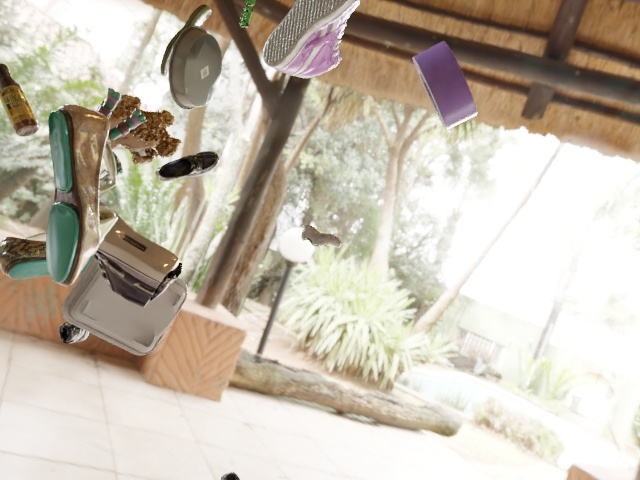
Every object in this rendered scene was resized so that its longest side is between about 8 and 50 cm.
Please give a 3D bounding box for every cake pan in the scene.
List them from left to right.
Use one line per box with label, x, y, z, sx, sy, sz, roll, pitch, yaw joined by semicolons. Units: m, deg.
cake pan;-0.435;-0.606;1.987;0.054;0.294;0.293;17;-4;15

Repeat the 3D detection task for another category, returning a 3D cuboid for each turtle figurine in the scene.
turtle figurine;-0.551;-0.254;1.383;0.118;0.234;0.175;11;-29;46

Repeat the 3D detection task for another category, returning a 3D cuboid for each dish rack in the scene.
dish rack;-0.595;0.193;1.756;0.332;0.286;0.072;39;-14;-33

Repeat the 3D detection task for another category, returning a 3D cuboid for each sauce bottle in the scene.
sauce bottle;-0.519;-0.238;0.944;0.128;0.042;0.042;61;2;7

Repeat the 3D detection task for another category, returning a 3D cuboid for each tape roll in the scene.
tape roll;0.291;-0.362;1.311;0.189;0.080;0.189;58;15;-26

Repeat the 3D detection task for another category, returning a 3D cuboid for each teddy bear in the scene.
teddy bear;-0.559;-0.334;1.691;0.244;0.113;0.338;-21;-21;24

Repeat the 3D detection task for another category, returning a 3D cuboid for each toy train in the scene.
toy train;-0.175;-0.554;1.353;0.023;0.084;0.017;15;0;-31

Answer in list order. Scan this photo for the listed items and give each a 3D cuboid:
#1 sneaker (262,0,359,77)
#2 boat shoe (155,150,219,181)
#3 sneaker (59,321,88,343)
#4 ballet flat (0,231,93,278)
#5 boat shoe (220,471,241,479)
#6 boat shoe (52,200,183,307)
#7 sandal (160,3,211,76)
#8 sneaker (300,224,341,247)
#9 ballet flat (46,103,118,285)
sneaker;0.020;-0.457;1.186;0.161;0.282;0.102;7;55;-51
boat shoe;-0.454;-0.258;1.926;0.228;0.080;0.076;-16;6;-18
sneaker;-0.901;0.289;2.085;0.079;0.217;0.121;22;8;12
ballet flat;-0.860;0.044;1.955;0.482;0.164;0.182;6;47;-45
boat shoe;-0.217;0.734;1.437;0.088;0.259;0.109;-9;-25;-31
boat shoe;-0.521;0.034;1.376;0.340;0.158;0.127;37;30;-8
sandal;-0.485;-0.719;2.036;0.086;0.303;0.120;38;4;-14
sneaker;0.000;0.000;1.972;0.152;0.061;0.054;21;-31;-4
ballet flat;-0.405;-0.072;0.969;0.107;0.316;0.106;24;22;34
